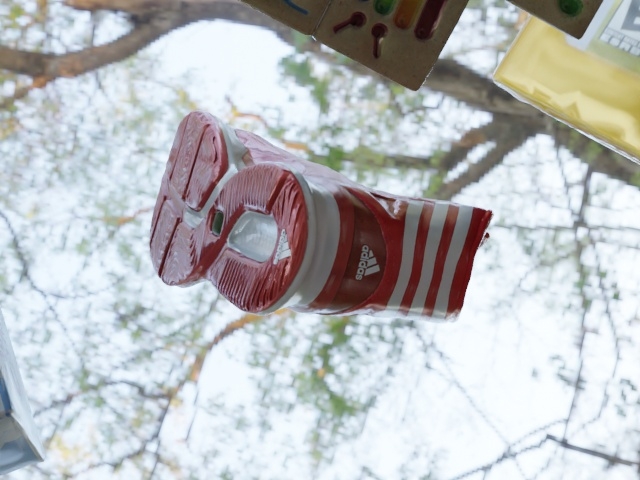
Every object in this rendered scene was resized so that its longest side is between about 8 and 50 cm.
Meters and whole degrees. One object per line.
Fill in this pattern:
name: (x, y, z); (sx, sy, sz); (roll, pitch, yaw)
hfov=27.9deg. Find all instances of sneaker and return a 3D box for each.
sneaker: (0.000, 0.000, 0.618); (0.128, 0.221, 0.087); (14, -79, -23)

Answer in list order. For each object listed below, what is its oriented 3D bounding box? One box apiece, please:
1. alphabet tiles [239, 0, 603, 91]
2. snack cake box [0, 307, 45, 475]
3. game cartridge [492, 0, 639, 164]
alphabet tiles: (0.051, -0.251, 0.545); (0.285, 0.011, 0.342); (25, -80, -16)
snack cake box: (-0.281, 0.067, 0.598); (0.264, 0.152, 0.089); (-18, -22, -9)
game cartridge: (0.283, -0.170, 0.719); (0.053, 0.285, 0.323); (22, -79, -48)
